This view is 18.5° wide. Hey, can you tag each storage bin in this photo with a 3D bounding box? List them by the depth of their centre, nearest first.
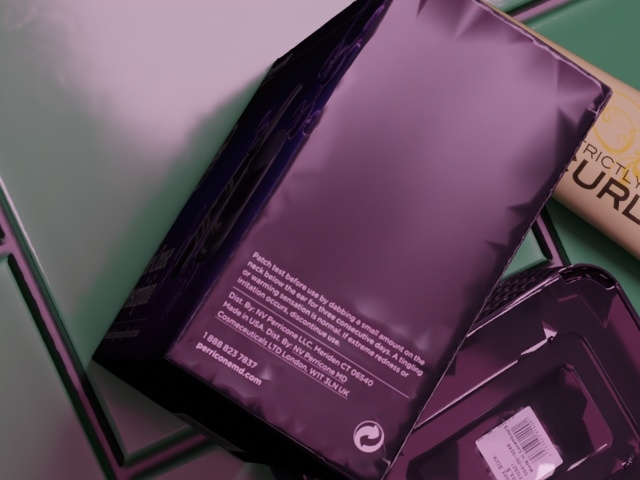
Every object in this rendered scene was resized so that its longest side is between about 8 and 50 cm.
[{"bbox_3d":[0.080,0.103,0.956,0.180,0.084,0.122,-32,94,-12],"label":"storage bin"}]

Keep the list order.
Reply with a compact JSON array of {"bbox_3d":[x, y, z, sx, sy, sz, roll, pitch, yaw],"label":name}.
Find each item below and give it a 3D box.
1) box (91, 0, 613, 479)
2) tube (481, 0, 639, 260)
[{"bbox_3d":[0.000,0.000,0.853,0.103,0.261,0.184,35,79,-8],"label":"box"},{"bbox_3d":[0.133,-0.054,0.993,0.240,0.062,0.070,31,121,-14],"label":"tube"}]
